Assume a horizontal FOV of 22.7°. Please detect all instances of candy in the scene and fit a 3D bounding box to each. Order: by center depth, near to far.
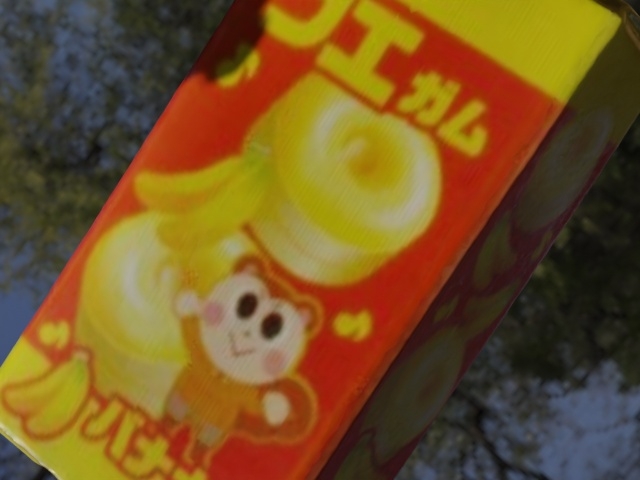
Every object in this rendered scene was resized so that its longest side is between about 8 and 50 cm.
[{"bbox_3d":[0.000,0.000,0.638,0.146,0.276,0.088,34,-174,26],"label":"candy"}]
